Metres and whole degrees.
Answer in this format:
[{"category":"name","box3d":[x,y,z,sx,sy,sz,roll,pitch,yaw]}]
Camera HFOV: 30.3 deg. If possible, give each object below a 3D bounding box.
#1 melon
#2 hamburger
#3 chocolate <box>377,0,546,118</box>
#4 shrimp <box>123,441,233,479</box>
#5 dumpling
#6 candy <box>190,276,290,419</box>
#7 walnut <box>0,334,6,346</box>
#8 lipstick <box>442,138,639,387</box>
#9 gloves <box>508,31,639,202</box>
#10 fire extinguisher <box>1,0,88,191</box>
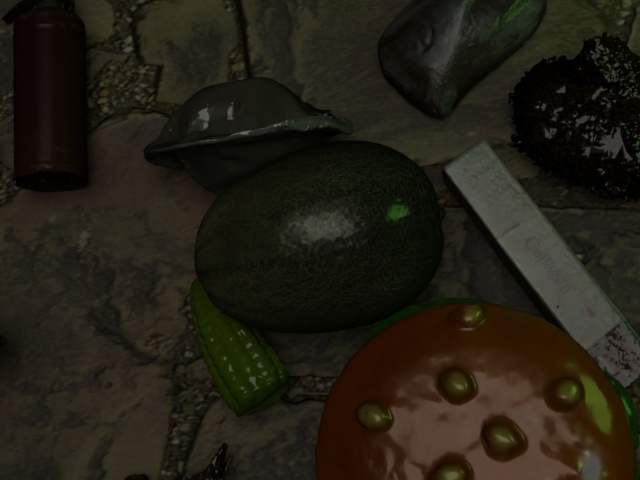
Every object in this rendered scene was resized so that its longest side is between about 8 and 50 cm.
[{"category":"melon","box3d":[0.000,0.000,1.514,0.329,0.248,0.248,-16,76,2]},{"category":"hamburger","box3d":[0.191,0.274,1.415,0.396,0.277,0.396,-2,77,8]},{"category":"chocolate","box3d":[0.195,-0.305,1.644,0.254,0.080,0.157,-44,76,-4]},{"category":"shrimp","box3d":[-0.213,0.360,1.562,0.143,0.052,0.251,36,85,16]},{"category":"dumpling","box3d":[-0.106,-0.157,1.588,0.293,0.204,0.163,-7,65,15]},{"category":"candy","box3d":[-0.118,0.133,1.582,0.097,0.097,0.209,-30,67,0]},{"category":"walnut","box3d":[-0.582,0.142,1.584,0.336,0.209,0.209,-1,77,8]},{"category":"lipstick","box3d":[0.296,0.036,1.555,0.076,0.080,0.371,-36,76,-1]},{"category":"gloves","box3d":[0.398,-0.154,1.557,0.312,0.135,0.210,13,84,12]},{"category":"fire extinguisher","box3d":[-0.405,-0.238,1.702,0.147,0.106,0.337,-12,74,30]}]
